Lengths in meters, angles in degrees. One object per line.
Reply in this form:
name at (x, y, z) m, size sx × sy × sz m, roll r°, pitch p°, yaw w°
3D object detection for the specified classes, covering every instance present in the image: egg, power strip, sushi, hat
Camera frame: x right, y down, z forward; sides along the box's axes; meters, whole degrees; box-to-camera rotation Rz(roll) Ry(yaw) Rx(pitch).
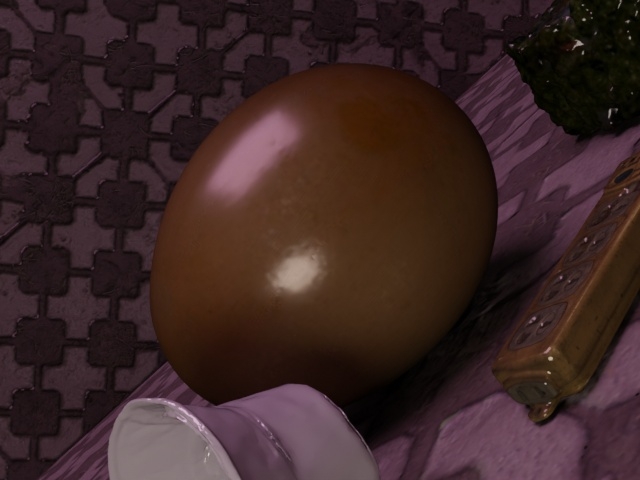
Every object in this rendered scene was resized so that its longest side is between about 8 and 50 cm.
egg at (0.000, 0.000, 0.743) m, size 0.374 × 0.301 × 0.301 m, roll -42°, pitch 6°, yaw -13°
power strip at (0.212, 0.011, 0.560) m, size 0.305 × 0.044 × 0.064 m, roll -45°, pitch 6°, yaw -34°
sushi at (0.398, -0.294, 0.936) m, size 0.352 × 0.178 × 0.294 m, roll -47°, pitch 5°, yaw -18°
hat at (-0.038, 0.172, 0.502) m, size 0.126 × 0.203 × 0.203 m, roll -23°, pitch -7°, yaw -38°
